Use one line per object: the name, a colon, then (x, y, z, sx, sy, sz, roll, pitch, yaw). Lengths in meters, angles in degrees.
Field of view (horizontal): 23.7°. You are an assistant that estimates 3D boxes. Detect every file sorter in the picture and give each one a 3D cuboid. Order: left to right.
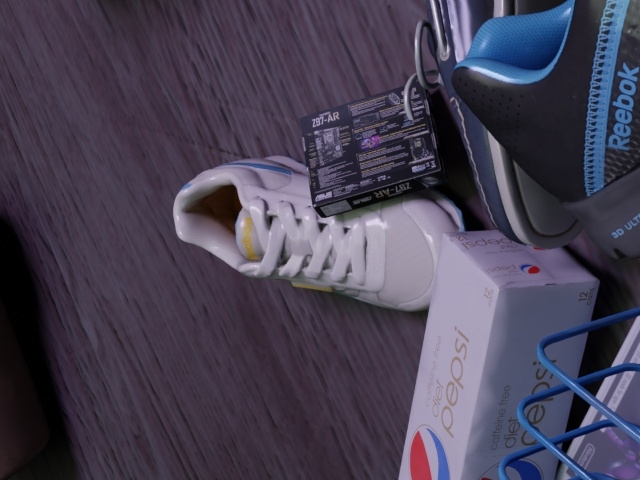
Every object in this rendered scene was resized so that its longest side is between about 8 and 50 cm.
file sorter: (0.158, 0.134, 0.798, 0.104, 0.118, 0.170, 40, 130, 38)

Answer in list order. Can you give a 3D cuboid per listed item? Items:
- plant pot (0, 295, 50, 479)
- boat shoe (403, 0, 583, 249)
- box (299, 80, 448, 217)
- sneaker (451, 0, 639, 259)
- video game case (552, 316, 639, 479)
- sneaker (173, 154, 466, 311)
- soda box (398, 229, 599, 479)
plant pot: (-0.362, 0.124, 1.357, 0.263, 0.263, 0.229, -25, 100, 50)
boat shoe: (0.093, -0.120, 0.845, 0.079, 0.095, 0.254, -9, 94, 48)
box: (0.032, -0.056, 0.941, 0.083, 0.018, 0.067, -17, 61, 13)
sneaker: (0.190, -0.123, 0.670, 0.140, 0.125, 0.341, 39, 131, -5)
video game case: (0.219, 0.129, 0.832, 0.173, 0.022, 0.190, 44, 131, 31)
sneaker: (0.000, 0.000, 0.992, 0.229, 0.092, 0.087, 14, 110, 45)
soda box: (0.100, 0.104, 0.912, 0.074, 0.069, 0.216, -130, 42, -55)
